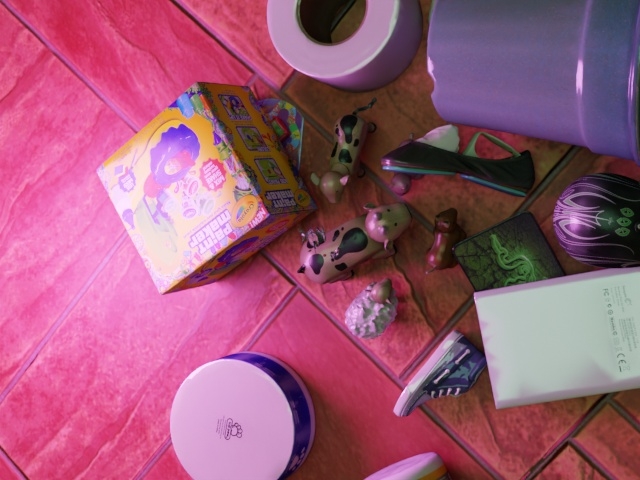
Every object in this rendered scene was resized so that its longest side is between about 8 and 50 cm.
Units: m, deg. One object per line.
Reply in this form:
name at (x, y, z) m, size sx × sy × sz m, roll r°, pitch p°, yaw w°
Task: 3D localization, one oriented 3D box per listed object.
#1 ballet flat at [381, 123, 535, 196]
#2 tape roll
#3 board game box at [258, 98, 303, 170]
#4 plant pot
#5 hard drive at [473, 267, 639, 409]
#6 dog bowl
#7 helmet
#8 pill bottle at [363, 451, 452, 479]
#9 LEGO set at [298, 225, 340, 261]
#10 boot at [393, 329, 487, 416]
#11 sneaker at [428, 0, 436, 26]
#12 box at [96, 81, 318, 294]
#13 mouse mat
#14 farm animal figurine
ballet flat at (0.237, -0.143, 1.505) m, size 0.280 × 0.095 × 0.096 m, roll 9°, pitch 93°, yaw -19°
tape roll at (0.047, -0.397, 1.584) m, size 0.246 × 0.169 × 0.246 m, roll 0°, pitch 90°, yaw 21°
board game box at (-0.103, -0.192, 1.712) m, size 0.133 × 0.033 × 0.168 m, roll 6°, pitch 93°, yaw 20°
plant pot at (0.367, -0.300, 1.398) m, size 0.334 × 0.341 × 0.341 m, roll 10°, pitch 93°, yaw 28°
hard drive at (0.431, 0.160, 1.490) m, size 0.307 × 0.040 × 0.203 m, roll -11°, pitch 87°, yaw 13°
dog bowl at (-0.149, 0.349, 1.690) m, size 0.265 × 0.104 × 0.265 m, roll 0°, pitch 90°, yaw 21°
helmet at (0.458, -0.033, 1.430) m, size 0.161 × 0.169 × 0.169 m, roll 13°, pitch 95°, yaw 19°
pill bottle at (0.187, 0.525, 1.536) m, size 0.162 × 0.162 × 0.278 m, roll -25°, pitch 82°, yaw 19°
LEGO set at (0.000, 0.003, 1.528) m, size 0.083 × 0.023 × 0.054 m, roll 50°, pitch 121°, yaw 6°
boot at (0.215, 0.257, 1.573) m, size 0.086 × 0.069 × 0.190 m, roll 39°, pitch 101°, yaw 19°
sneaker at (0.250, -0.467, 1.537) m, size 0.090 × 0.115 × 0.232 m, roll 30°, pitch 100°, yaw 18°
box at (-0.213, -0.096, 1.654) m, size 0.290 × 0.177 × 0.279 m, roll -35°, pitch 79°, yaw 27°
mouse mat at (0.334, 0.056, 1.525) m, size 0.152 × 0.007 × 0.189 m, roll -28°, pitch 104°, yaw 18°
farm animal figurine at (0.078, -0.036, 1.570) m, size 0.327 × 0.172 × 0.330 m, roll -46°, pitch 75°, yaw 14°
